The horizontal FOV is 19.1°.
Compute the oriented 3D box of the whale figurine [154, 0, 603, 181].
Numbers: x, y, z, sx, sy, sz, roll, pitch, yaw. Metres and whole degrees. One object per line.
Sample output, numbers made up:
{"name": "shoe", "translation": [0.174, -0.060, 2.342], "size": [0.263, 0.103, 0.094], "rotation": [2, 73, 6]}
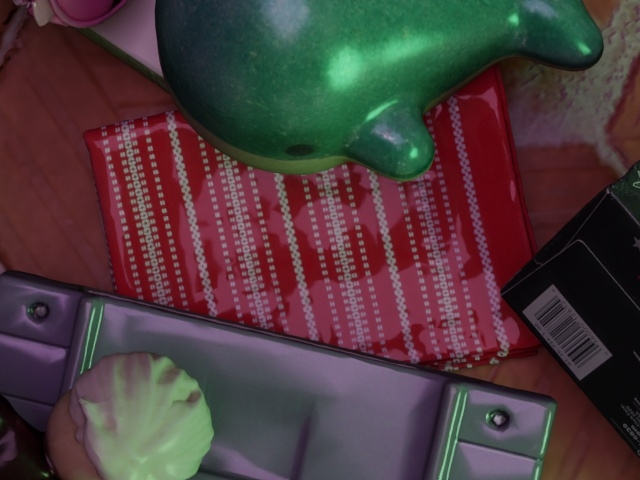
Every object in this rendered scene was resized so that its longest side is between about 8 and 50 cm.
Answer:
{"name": "whale figurine", "translation": [0.036, -0.144, 1.143], "size": [0.272, 0.141, 0.216], "rotation": [-7, 68, -4]}

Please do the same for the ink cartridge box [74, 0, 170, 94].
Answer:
{"name": "ink cartridge box", "translation": [-0.045, -0.163, 1.249], "size": [0.235, 0.056, 0.171], "rotation": [34, 84, 7]}

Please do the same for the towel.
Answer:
{"name": "towel", "translation": [0.000, 0.000, 1.216], "size": [0.275, 0.031, 0.199], "rotation": [-10, 94, 0]}

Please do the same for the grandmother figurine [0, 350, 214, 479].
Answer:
{"name": "grandmother figurine", "translation": [-0.227, 0.149, 1.114], "size": [0.342, 0.208, 0.104], "rotation": [-20, 42, 9]}

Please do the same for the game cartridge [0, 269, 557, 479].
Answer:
{"name": "game cartridge", "translation": [-0.051, 0.168, 1.176], "size": [0.355, 0.068, 0.230], "rotation": [13, 89, 5]}

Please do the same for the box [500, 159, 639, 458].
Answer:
{"name": "box", "translation": [0.260, 0.060, 1.142], "size": [0.142, 0.163, 0.247], "rotation": [-35, 81, -30]}

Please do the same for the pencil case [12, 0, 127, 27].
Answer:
{"name": "pencil case", "translation": [-0.216, -0.197, 1.198], "size": [0.209, 0.095, 0.098], "rotation": [21, 65, 34]}
